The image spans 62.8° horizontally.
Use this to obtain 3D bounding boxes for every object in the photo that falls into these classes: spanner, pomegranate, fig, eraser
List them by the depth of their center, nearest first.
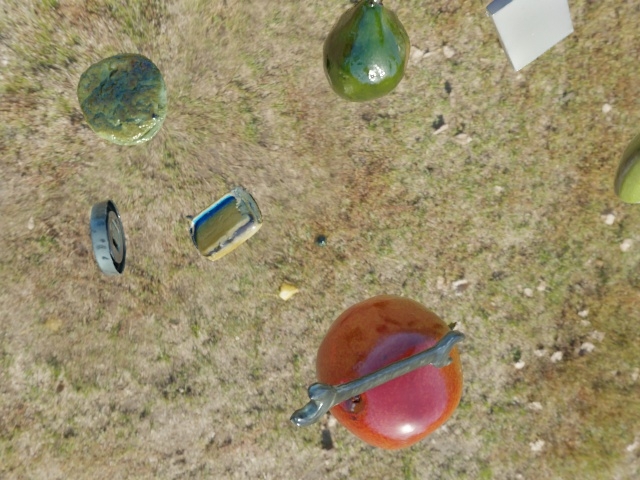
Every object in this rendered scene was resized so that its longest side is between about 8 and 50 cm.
[{"bbox_3d":[0.074,0.146,0.575,0.254,0.015,0.054,-10,127,-38],"label":"spanner"},{"bbox_3d":[0.311,-0.324,0.773,0.104,0.023,0.150,-34,149,19],"label":"eraser"},{"bbox_3d":[0.115,0.190,0.800,0.256,0.221,0.221,-11,107,-40],"label":"pomegranate"},{"bbox_3d":[0.089,-0.405,1.071,0.195,0.195,0.245,-33,153,-8],"label":"fig"}]

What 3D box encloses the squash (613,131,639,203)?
[{"bbox_3d":[0.618,-0.159,0.981,0.094,0.341,0.094,-5,71,14],"label":"squash"}]

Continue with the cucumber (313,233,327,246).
[{"bbox_3d":[0.000,0.000,1.776,0.048,0.105,0.048,0,88,-1],"label":"cucumber"}]

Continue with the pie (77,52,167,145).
[{"bbox_3d":[-0.580,-0.415,1.536,0.277,0.078,0.277,0,87,5],"label":"pie"}]

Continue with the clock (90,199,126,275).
[{"bbox_3d":[-0.231,-0.003,0.573,0.017,0.085,0.085,-7,104,-9],"label":"clock"}]

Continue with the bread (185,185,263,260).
[{"bbox_3d":[-0.131,-0.021,0.724,0.106,0.053,0.072,-32,78,24],"label":"bread"}]
